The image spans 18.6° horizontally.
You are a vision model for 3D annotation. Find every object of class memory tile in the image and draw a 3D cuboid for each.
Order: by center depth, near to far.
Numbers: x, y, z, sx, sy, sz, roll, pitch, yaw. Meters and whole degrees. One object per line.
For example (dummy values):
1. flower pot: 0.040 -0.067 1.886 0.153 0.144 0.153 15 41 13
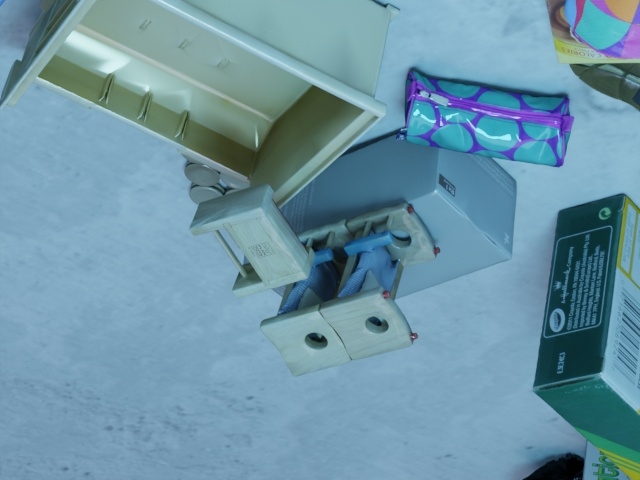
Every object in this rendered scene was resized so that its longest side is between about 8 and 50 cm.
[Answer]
1. memory tile: -0.062 -0.063 1.924 0.148 0.012 0.113 6 146 11

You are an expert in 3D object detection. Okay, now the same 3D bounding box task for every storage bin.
1. storage bin: -0.110 -0.152 1.706 0.262 0.123 0.260 25 145 -19

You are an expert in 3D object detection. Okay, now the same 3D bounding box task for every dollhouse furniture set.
1. dollhouse furniture set: 0.000 0.000 1.718 0.129 0.129 0.183 -16 124 27

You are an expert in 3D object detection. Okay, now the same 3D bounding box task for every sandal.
1. sandal: 0.294 -0.132 1.678 0.180 0.049 0.072 33 139 -4

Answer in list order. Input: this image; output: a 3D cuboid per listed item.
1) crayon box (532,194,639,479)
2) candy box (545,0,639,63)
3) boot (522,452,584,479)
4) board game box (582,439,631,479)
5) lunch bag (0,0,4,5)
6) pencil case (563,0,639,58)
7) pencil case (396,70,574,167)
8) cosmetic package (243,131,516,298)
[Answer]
1. crayon box: 0.334 0.131 1.908 0.083 0.203 0.323 -16 137 37
2. candy box: 0.279 -0.195 1.577 0.187 0.053 0.109 2 145 17
3. boot: 0.274 0.341 2.339 0.246 0.094 0.207 -17 141 27
4. board game box: 0.368 0.268 2.039 0.193 0.305 0.053 7 112 7
5. lunch bag: -0.303 -0.284 1.601 0.176 0.090 0.219 27 144 -23
6. pencil case: 0.247 -0.247 1.427 0.104 0.104 0.236 12 130 1
7. pencil case: 0.147 -0.107 1.741 0.152 0.064 0.070 9 163 4
8. cosmetic package: 0.056 -0.015 1.862 0.238 0.107 0.127 -22 135 31
